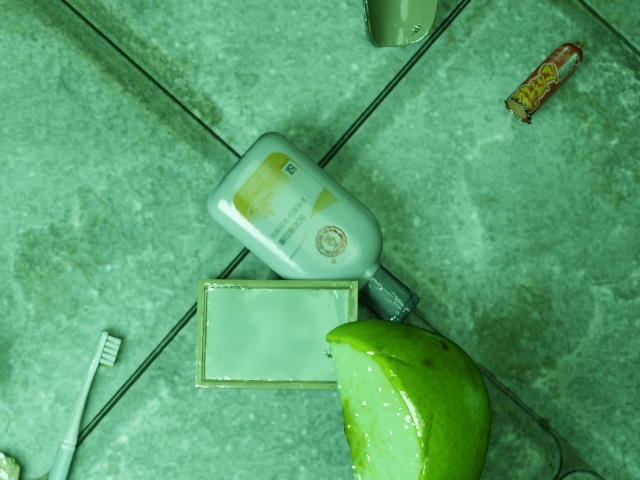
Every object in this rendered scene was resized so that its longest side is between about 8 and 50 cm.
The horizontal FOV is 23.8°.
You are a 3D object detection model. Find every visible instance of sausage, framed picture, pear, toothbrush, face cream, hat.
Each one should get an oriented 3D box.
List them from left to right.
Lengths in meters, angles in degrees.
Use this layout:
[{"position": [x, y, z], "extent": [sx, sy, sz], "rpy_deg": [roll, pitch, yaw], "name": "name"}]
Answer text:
[{"position": [-0.308, 0.271, 1.824], "extent": [0.030, 0.025, 0.342], "rpy_deg": [21, 74, -11], "name": "toothbrush"}, {"position": [-0.054, 0.117, 1.883], "extent": [0.201, 0.010, 0.136], "rpy_deg": [1, 83, 5], "name": "framed picture"}, {"position": [0.000, 0.000, 1.924], "extent": [0.291, 0.071, 0.144], "rpy_deg": [42, 80, -3], "name": "face cream"}, {"position": [0.087, -0.346, 2.024], "extent": [0.147, 0.085, 0.175], "rpy_deg": [0, 102, -24], "name": "hat"}, {"position": [0.149, 0.224, 1.847], "extent": [0.239, 0.139, 0.288], "rpy_deg": [-7, 85, -51], "name": "pear"}, {"position": [0.312, -0.221, 2.055], "extent": [0.050, 0.048, 0.145], "rpy_deg": [32, 67, 35], "name": "sausage"}]

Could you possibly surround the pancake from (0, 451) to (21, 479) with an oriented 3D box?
[{"position": [-0.468, 0.271, 1.784], "extent": [0.212, 0.029, 0.235], "rpy_deg": [-23, 85, -16], "name": "pancake"}]
